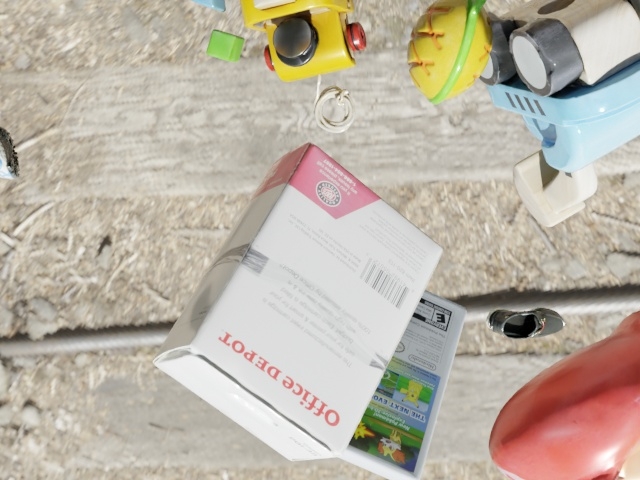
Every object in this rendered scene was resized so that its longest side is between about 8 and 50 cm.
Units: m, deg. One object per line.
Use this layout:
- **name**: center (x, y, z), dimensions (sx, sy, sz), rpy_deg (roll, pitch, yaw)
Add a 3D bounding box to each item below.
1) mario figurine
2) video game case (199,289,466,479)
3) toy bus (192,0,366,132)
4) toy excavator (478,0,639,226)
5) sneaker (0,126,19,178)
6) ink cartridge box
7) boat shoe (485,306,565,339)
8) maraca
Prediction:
- **mario figurine**: center (0.242, 0.164, 0.583), dimensions (0.321, 0.170, 0.198), rpy_deg (18, 123, 2)
- **video game case**: center (0.027, 0.159, 1.564), dimensions (0.329, 0.299, 0.036), rpy_deg (24, 146, -5)
- **toy bus**: center (-0.027, -0.227, 1.004), dimensions (0.202, 0.104, 0.191), rpy_deg (35, 105, 13)
- **toy excavator**: center (0.392, -0.187, 1.716), dimensions (0.222, 0.433, 0.445), rpy_deg (-28, 112, -12)
- **sneaker**: center (-0.572, -0.151, 1.791), dimensions (0.086, 0.237, 0.085), rpy_deg (-13, 77, 11)
- **ink cartridge box**: center (-0.021, 0.069, 1.189), dimensions (0.207, 0.283, 0.117), rpy_deg (39, 151, -16)
- **boat shoe**: center (0.308, 0.125, 1.594), dimensions (0.133, 0.042, 0.048), rpy_deg (5, 105, -28)
- **maraca**: center (0.165, -0.255, 1.326), dimensions (0.099, 0.127, 0.185), rpy_deg (12, 119, -16)
